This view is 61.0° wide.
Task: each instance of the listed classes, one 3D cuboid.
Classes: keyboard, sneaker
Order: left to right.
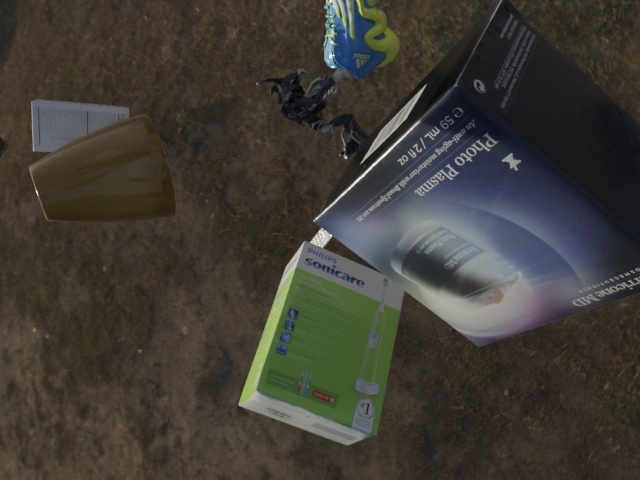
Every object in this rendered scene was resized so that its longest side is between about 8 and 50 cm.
[{"bbox_3d":[0.000,0.000,1.224,0.256,0.014,0.072,-51,19,36],"label":"keyboard"},{"bbox_3d":[0.044,-0.370,0.934,0.126,0.240,0.091,-47,42,3],"label":"sneaker"}]

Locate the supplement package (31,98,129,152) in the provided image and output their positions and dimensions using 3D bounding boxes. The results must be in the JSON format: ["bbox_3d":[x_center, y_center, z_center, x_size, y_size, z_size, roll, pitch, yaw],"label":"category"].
[{"bbox_3d":[-0.669,-0.317,1.532,0.134,0.244,0.138,-141,54,-64],"label":"supplement package"}]

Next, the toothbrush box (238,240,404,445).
[{"bbox_3d":[0.010,0.175,0.937,0.122,0.206,0.283,129,162,-56],"label":"toothbrush box"}]

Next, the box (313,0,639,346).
[{"bbox_3d":[0.202,-0.051,0.648,0.294,0.182,0.296,36,145,-8],"label":"box"}]

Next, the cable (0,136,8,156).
[{"bbox_3d":[-0.488,-0.056,0.658,0.287,0.072,0.139,-41,25,8],"label":"cable"}]

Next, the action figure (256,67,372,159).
[{"bbox_3d":[0.007,-0.287,1.148,0.140,0.276,0.164,-56,17,-1],"label":"action figure"}]

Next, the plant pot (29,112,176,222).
[{"bbox_3d":[-0.473,-0.132,1.171,0.237,0.255,0.237,44,144,45],"label":"plant pot"}]
